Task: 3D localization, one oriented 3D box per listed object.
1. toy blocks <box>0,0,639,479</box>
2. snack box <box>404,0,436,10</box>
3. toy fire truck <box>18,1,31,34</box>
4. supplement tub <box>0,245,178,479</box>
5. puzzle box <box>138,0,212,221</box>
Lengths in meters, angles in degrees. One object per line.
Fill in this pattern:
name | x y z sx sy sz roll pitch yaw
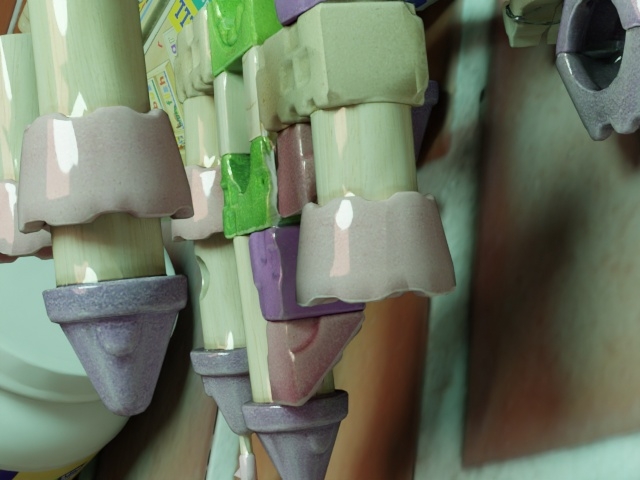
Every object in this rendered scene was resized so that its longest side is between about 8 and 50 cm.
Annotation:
toy blocks | 0.000 0.000 0.596 0.288 0.309 0.260 167 96 -70
snack box | 0.057 -0.149 0.629 0.178 0.064 0.022 168 96 -72
toy fire truck | -0.220 -0.174 1.033 0.135 0.047 0.192 -4 88 42
supplement tub | -0.280 0.106 0.937 0.331 0.241 0.241 -46 34 34
puzzle box | -0.127 -0.253 0.860 0.272 0.052 0.409 -52 59 39
